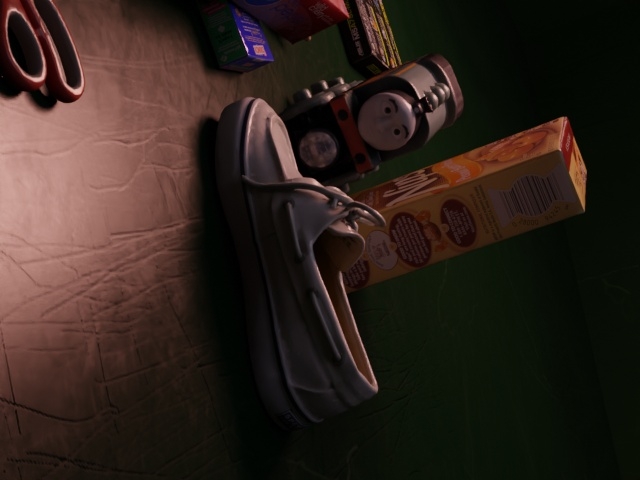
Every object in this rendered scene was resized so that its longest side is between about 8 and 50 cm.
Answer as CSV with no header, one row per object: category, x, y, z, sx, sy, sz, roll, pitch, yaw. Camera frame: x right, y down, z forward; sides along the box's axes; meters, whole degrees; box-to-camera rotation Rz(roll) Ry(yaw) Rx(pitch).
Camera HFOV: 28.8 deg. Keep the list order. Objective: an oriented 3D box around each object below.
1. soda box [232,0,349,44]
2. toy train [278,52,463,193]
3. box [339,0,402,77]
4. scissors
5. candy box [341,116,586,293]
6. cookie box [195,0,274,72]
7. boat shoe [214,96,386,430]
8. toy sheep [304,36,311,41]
soda box,-0.057,-0.313,1.437,0.263,0.083,0.092,17,52,-69
toy train,0.073,-0.159,1.602,0.142,0.190,0.334,67,18,-6
box,0.075,-0.356,2.060,0.184,0.045,0.190,26,45,-68
scissors,-0.268,-0.247,0.996,0.297,0.021,0.109,67,24,0
candy box,0.163,-0.043,1.530,0.183,0.316,0.087,-54,123,-69
cookie box,-0.102,-0.251,1.436,0.107,0.040,0.092,69,17,3
boat shoe,-0.003,-0.002,1.265,0.136,0.156,0.367,41,33,-56
toy sheep,-0.019,-0.325,1.672,0.132,0.091,0.091,-48,122,-30
